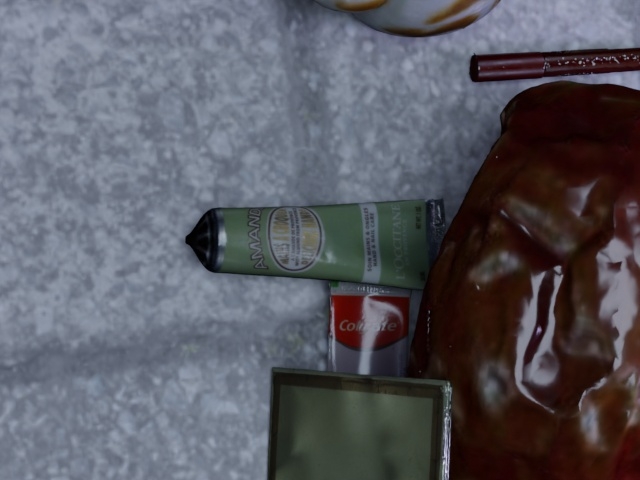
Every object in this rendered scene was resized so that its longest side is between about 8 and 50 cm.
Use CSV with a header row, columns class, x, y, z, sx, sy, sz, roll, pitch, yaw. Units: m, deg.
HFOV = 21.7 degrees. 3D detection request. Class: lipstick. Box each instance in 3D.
class,x,y,z,sx,sy,sz,roll,pitch,yaw
lipstick,0.223,-0.161,1.524,0.176,0.027,0.027,-4,89,-12

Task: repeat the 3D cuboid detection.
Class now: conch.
class,x,y,z,sx,sy,sz,roll,pitch,yaw
conch,0.060,-0.263,1.435,0.275,0.149,0.183,-20,87,-12

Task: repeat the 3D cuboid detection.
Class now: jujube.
class,x,y,z,sx,sy,sz,roll,pitch,yaw
jujube,0.209,0.063,1.396,0.276,0.276,0.377,6,85,-10

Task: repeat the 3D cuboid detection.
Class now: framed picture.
class,x,y,z,sx,sy,sz,roll,pitch,yaw
framed picture,0.026,0.194,1.383,0.010,0.231,0.173,4,88,-38

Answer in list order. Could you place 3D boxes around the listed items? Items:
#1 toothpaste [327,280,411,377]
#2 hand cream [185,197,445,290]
class,x,y,z,sx,sy,sz,roll,pitch,yaw
toothpaste,0.039,0.184,1.464,0.075,0.048,0.301,0,80,8
hand cream,0.000,0.000,1.465,0.235,0.055,0.086,2,77,-14
